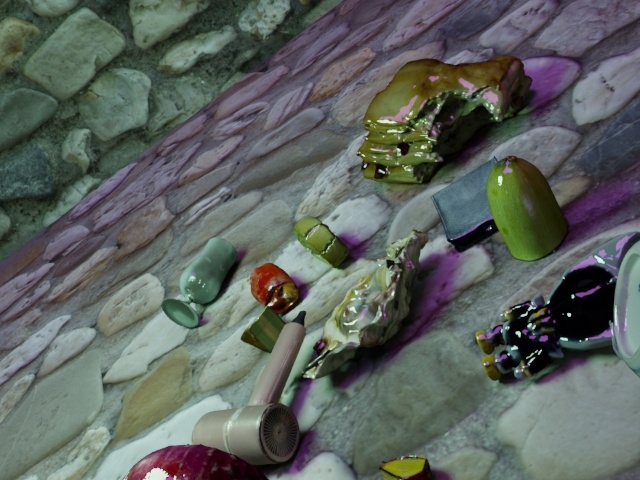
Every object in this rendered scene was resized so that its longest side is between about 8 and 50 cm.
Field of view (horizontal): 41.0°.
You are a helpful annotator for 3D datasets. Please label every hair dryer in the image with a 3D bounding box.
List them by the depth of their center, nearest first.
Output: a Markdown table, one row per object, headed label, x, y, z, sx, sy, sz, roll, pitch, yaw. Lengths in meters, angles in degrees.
| label | x | y | z | sx | sy | sz | roll | pitch | yaw |
| --- | --- | --- | --- | --- | --- | --- | --- | --- | --- |
| hair dryer | -0.099 | 0.269 | 1.612 | 0.189 | 0.107 | 0.344 | -16 | 35 | 39 |

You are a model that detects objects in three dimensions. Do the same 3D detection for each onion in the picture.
| label | x | y | z | sx | sy | sz | roll | pitch | yaw |
| --- | --- | --- | --- | --- | --- | --- | --- | --- | --- |
| onion | -0.184 | 0.429 | 1.336 | 0.230 | 0.256 | 0.272 | -38 | 40 | 32 |

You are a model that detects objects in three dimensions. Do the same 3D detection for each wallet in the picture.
| label | x | y | z | sx | sy | sz | roll | pitch | yaw |
| --- | --- | --- | --- | --- | --- | --- | --- | --- | --- |
| wallet | 0.313 | -0.075 | 1.721 | 0.167 | 0.036 | 0.222 | -33 | 26 | 12 |

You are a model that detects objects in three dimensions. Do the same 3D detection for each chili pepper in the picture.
| label | x | y | z | sx | sy | sz | roll | pitch | yaw |
| --- | --- | --- | --- | --- | --- | --- | --- | --- | --- |
| chili pepper | -0.115 | 0.096 | 1.923 | 0.086 | 0.084 | 0.192 | -11 | 24 | -20 |

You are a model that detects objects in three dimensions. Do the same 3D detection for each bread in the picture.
| label | x | y | z | sx | sy | sz | roll | pitch | yaw |
| --- | --- | --- | --- | --- | --- | --- | --- | --- | --- |
| bread | -0.141 | 0.178 | 1.825 | 0.074 | 0.084 | 0.139 | -49 | 29 | -17 |
| bread | 0.000 | 0.000 | 1.886 | 0.064 | 0.117 | 0.156 | -44 | 28 | -7 |
| bread | 0.262 | -0.293 | 1.944 | 0.370 | 0.191 | 0.314 | -5 | 42 | 45 |

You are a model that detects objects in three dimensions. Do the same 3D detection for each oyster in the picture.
| label | x | y | z | sx | sy | sz | roll | pitch | yaw |
| --- | --- | --- | --- | --- | --- | --- | --- | --- | --- |
| oyster | 0.101 | 0.131 | 1.611 | 0.354 | 0.107 | 0.201 | -53 | 9 | -2 |

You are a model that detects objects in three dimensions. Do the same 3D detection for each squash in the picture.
| label | x | y | z | sx | sy | sz | roll | pitch | yaw |
| --- | --- | --- | --- | --- | --- | --- | --- | --- | --- |
| squash | 0.355 | -0.066 | 1.502 | 0.123 | 0.187 | 0.123 | -22 | 32 | 15 |

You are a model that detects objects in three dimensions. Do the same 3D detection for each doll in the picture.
| label | x | y | z | sx | sy | sz | roll | pitch | yaw |
| --- | --- | --- | --- | --- | --- | --- | --- | --- | --- |
| doll | 0.378 | 0.116 | 1.281 | 0.316 | 0.103 | 0.145 | -30 | 23 | 26 |

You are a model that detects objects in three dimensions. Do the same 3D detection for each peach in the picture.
| label | x | y | z | sx | sy | sz | roll | pitch | yaw |
| --- | --- | --- | --- | --- | --- | --- | --- | --- | --- |
| peach | 0.125 | 0.356 | 1.274 | 0.083 | 0.050 | 0.077 | -12 | 13 | 25 |

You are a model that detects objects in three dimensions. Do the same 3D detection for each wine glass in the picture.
| label | x | y | z | sx | sy | sz | roll | pitch | yaw |
| --- | --- | --- | --- | --- | --- | --- | --- | --- | --- |
| wine glass | -0.290 | 0.099 | 2.105 | 0.103 | 0.103 | 0.231 | -14 | 32 | 39 |

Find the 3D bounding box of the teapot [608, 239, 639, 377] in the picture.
| label | x | y | z | sx | sy | sz | roll | pitch | yaw |
| --- | --- | --- | --- | --- | --- | --- | --- | --- | --- |
| teapot | 0.516 | 0.091 | 1.040 | 0.280 | 0.252 | 0.424 | 5 | 61 | 3 |
